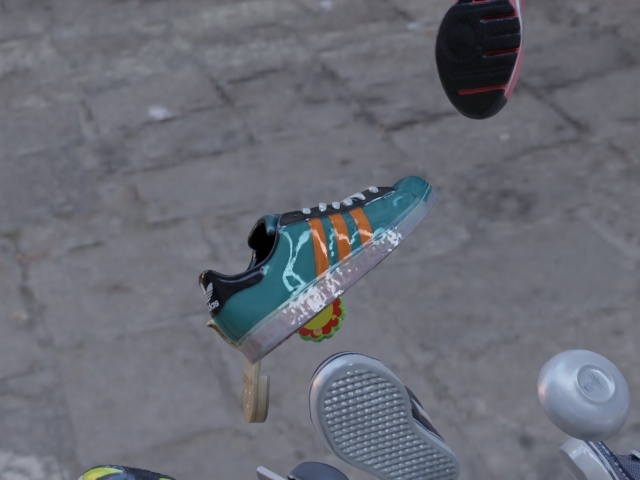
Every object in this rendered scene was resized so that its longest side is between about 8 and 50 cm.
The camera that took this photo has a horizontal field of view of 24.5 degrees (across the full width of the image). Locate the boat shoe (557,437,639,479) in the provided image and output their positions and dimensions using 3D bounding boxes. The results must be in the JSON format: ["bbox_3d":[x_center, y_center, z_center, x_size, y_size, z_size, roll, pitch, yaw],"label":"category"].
[{"bbox_3d":[0.419,0.299,1.873,0.158,0.340,0.127,-38,54,2],"label":"boat shoe"}]

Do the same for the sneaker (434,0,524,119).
[{"bbox_3d":[0.226,-0.310,1.874,0.116,0.314,0.136,3,5,30],"label":"sneaker"}]

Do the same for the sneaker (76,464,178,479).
[{"bbox_3d":[-0.169,0.303,1.163,0.111,0.300,0.121,12,32,-8],"label":"sneaker"}]

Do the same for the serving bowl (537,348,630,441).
[{"bbox_3d":[0.224,0.125,1.229,0.083,0.027,0.083,9,56,-14],"label":"serving bowl"}]

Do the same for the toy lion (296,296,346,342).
[{"bbox_3d":[-0.014,0.072,1.791,0.096,0.034,0.100,11,71,12],"label":"toy lion"}]

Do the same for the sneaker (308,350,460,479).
[{"bbox_3d":[0.059,0.221,1.874,0.126,0.321,0.127,-39,45,-1],"label":"sneaker"}]

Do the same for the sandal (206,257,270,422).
[{"bbox_3d":[-0.114,0.126,1.985,0.079,0.240,0.088,2,-9,-17],"label":"sandal"}]

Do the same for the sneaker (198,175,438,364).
[{"bbox_3d":[0.000,0.000,1.590,0.302,0.121,0.108,-38,-3,-29],"label":"sneaker"}]

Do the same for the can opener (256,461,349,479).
[{"bbox_3d":[0.027,0.274,1.477,0.095,0.076,0.283,-36,22,-22],"label":"can opener"}]
